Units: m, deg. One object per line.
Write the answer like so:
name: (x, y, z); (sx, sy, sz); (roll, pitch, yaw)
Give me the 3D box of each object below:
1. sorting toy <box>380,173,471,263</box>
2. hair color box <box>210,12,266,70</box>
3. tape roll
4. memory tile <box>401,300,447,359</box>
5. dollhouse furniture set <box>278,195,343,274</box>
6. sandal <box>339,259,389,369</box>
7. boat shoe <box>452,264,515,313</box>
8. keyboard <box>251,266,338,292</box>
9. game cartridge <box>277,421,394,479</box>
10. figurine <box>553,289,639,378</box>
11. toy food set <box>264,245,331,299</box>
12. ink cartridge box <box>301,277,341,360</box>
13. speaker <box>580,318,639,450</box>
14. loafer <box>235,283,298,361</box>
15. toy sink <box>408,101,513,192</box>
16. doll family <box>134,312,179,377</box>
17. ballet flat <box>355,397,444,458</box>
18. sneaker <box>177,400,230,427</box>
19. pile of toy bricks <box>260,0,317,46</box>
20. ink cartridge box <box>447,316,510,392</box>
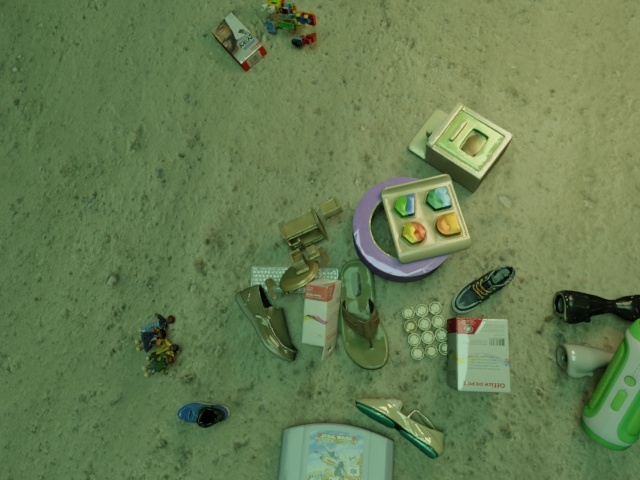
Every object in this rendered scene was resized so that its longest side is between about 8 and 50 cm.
sorting toy: (0.272, -0.060, 1.285); (0.192, 0.038, 0.208); (-13, 75, 0)
hair color box: (-0.261, -0.634, 1.588); (0.093, 0.053, 0.167); (-42, 74, 1)
tape roll: (0.224, -0.029, 1.346); (0.274, 0.090, 0.275); (-1, 74, 3)
memory tile: (0.284, 0.243, 1.339); (0.113, 0.012, 0.148); (-13, 78, 8)
dollhouse furniture set: (0.000, 0.000, 1.372); (0.181, 0.101, 0.161); (-25, 53, 5)
sandal: (0.105, 0.197, 1.339); (0.120, 0.086, 0.303); (-12, 75, 3)
boat shoe: (0.424, 0.123, 1.300); (0.183, 0.083, 0.065); (-37, 75, 2)
keyboard: (-0.076, 0.113, 1.428); (0.255, 0.014, 0.072); (1, 79, 11)
game cartridge: (0.039, 0.577, 1.285); (0.297, 0.062, 0.198); (2, 77, 8)
figurine: (0.704, 0.233, 1.231); (0.209, 0.092, 0.215); (1, 80, 6)
toy food set: (-0.055, 0.100, 1.364); (0.192, 0.132, 0.039); (-32, 116, -1)
ink cartridge box: (0.002, 0.208, 1.326); (0.067, 0.115, 0.198); (6, 97, 20)
speaker: (0.706, 0.327, 1.126); (0.131, 0.131, 0.297); (19, 115, 13)
loafer: (-0.138, 0.222, 1.376); (0.087, 0.094, 0.251); (-41, 75, 5)
toy sink: (0.375, -0.270, 1.362); (0.234, 0.131, 0.153); (38, 87, 15)
doll family: (-0.462, 0.295, 1.432); (0.111, 0.076, 0.193); (-29, 72, 8)
ballet flat: (0.209, 0.461, 1.283); (0.248, 0.086, 0.086); (31, 86, 13)
sneaker: (-0.334, 0.478, 1.365); (0.152, 0.084, 0.058); (0, 79, 10)
pile of toy bricks: (-0.074, -0.692, 1.553); (0.212, 0.118, 0.105); (27, 56, 30)
ink cartridge box: (0.391, 0.286, 1.246); (0.128, 0.127, 0.176); (2, 78, 3)
